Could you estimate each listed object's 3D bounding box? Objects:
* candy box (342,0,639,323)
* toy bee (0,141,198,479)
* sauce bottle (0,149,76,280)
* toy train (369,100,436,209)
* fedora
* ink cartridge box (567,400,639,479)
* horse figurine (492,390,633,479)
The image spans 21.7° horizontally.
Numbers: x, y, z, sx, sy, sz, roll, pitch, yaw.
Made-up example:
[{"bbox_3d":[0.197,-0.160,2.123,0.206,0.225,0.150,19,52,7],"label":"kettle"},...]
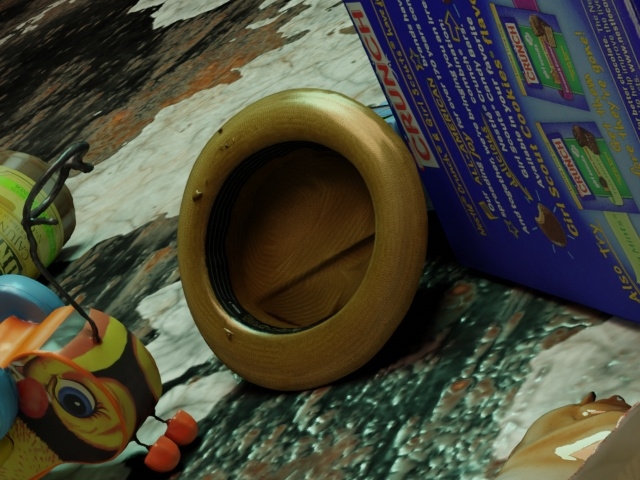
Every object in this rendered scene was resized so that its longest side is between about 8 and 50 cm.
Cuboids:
[{"bbox_3d":[0.133,-0.102,0.855,0.122,0.268,0.317,-31,19,-16],"label":"candy box"},{"bbox_3d":[-0.166,0.101,0.997,0.195,0.162,0.298,-51,3,-30],"label":"toy bee"},{"bbox_3d":[-0.322,0.052,1.355,0.111,0.111,0.344,-16,25,34],"label":"sauce bottle"},{"bbox_3d":[0.061,-0.061,1.100,0.105,0.080,0.184,-21,9,-26],"label":"toy train"},{"bbox_3d":[0.000,0.000,1.018,0.194,0.194,0.079,-14,-10,38],"label":"fedora"},{"bbox_3d":[0.124,0.103,0.409,0.189,0.232,0.066,-41,22,-32],"label":"ink cartridge box"},{"bbox_3d":[0.090,0.131,0.644,0.263,0.066,0.174,-39,27,-32],"label":"horse figurine"}]
